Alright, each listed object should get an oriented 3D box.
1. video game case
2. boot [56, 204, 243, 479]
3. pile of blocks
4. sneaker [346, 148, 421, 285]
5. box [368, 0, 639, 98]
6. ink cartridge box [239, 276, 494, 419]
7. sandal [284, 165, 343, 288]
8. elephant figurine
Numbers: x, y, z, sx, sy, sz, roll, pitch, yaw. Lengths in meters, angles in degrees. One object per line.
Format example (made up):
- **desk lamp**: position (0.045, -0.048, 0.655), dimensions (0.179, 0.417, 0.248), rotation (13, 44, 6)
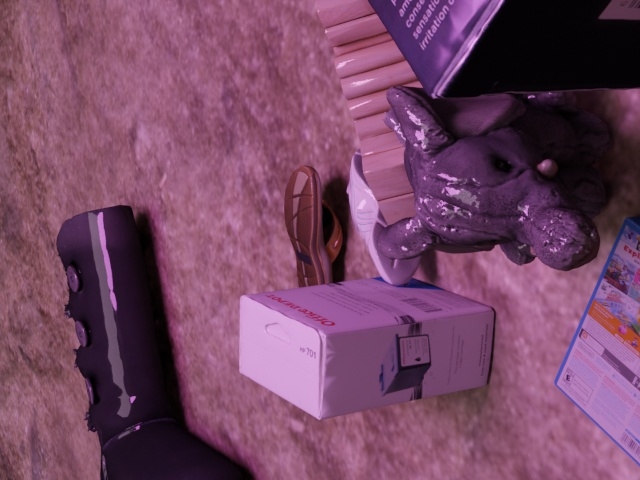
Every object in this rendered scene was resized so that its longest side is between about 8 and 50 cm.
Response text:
- **video game case**: position (0.249, 0.082, 0.821), dimensions (0.119, 0.015, 0.166), rotation (47, 133, 42)
- **boot**: position (-0.248, 0.162, 1.488), dimensions (0.367, 0.146, 0.445), rotation (-22, 73, 54)
- **pile of blocks**: position (0.068, -0.200, 0.972), dimensions (0.112, 0.149, 0.362), rotation (-14, 103, 13)
- **sneaker**: position (0.061, -0.017, 1.055), dimensions (0.061, 0.053, 0.152), rotation (112, 150, -52)
- **box**: position (0.136, -0.301, 0.666), dimensions (0.395, 0.293, 0.212), rotation (63, 142, 28)
- **ink cartridge box**: position (0.040, 0.090, 0.977), dimensions (0.139, 0.190, 0.082), rotation (20, 113, 54)
- **sandal**: position (0.000, 0.000, 1.157), dimensions (0.072, 0.049, 0.180), rotation (31, 136, 56)
- **elephant figurine**: position (0.111, -0.049, 0.773), dimensions (0.186, 0.239, 0.169), rotation (-31, 88, 32)
